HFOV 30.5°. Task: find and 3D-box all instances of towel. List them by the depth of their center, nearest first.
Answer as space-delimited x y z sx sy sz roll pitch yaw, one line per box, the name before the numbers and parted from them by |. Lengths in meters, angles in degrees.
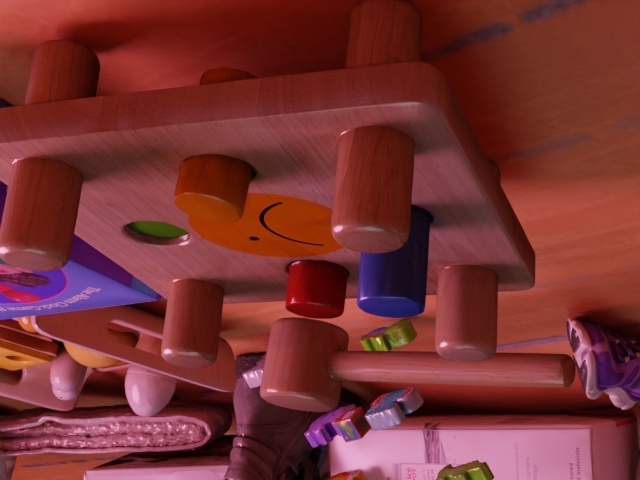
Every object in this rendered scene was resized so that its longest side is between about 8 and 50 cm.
towel | -0.252 0.220 1.390 0.282 0.049 0.187 -2 177 4

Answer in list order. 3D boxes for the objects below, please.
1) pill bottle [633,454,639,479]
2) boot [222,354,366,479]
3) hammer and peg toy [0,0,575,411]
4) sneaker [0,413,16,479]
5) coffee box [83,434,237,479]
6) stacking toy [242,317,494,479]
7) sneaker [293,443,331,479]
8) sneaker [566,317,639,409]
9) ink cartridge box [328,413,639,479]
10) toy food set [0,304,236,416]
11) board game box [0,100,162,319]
pill bottle | 0.493 0.276 1.199 0.322 0.182 0.181 15 158 -23
boot | -0.034 0.230 1.267 0.083 0.161 0.246 -5 156 29
hammer and peg toy | 0.000 0.000 0.707 0.265 0.127 0.361 -4 157 21
sneaker | -0.477 0.320 1.701 0.099 0.121 0.262 10 159 -10
coffee box | -0.140 0.298 1.361 0.168 0.119 0.297 -4 176 9
stacking toy | 0.043 0.166 1.108 0.221 0.052 0.167 -21 103 42
sneaker | 0.046 0.317 1.359 0.122 0.283 0.110 18 123 -19
sneaker | 0.259 0.096 0.994 0.071 0.068 0.170 -23 156 26
ink cartridge box | 0.177 0.245 1.243 0.283 0.117 0.207 -4 174 27
toy food set | -0.257 0.121 1.149 0.219 0.092 0.306 23 154 -37
board game box | -0.311 -0.013 0.834 0.347 0.078 0.233 -8 155 34
